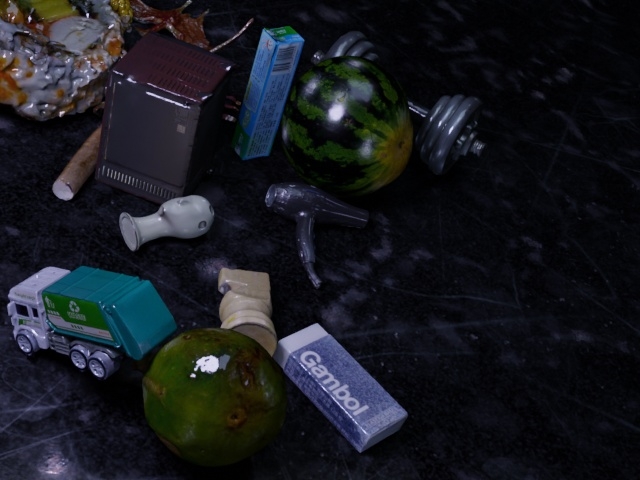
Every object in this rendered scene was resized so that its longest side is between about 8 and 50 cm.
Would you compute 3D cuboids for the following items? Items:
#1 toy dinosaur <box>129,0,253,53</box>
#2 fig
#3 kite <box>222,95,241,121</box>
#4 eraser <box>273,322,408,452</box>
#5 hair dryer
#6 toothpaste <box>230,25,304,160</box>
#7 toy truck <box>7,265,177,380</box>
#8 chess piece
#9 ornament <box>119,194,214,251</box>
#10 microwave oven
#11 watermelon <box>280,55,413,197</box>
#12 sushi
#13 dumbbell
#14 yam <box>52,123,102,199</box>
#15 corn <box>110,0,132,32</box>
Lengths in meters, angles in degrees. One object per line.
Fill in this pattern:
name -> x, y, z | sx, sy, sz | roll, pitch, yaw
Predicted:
toy dinosaur -> -0.316, -0.498, 2.246 | 0.206, 0.113, 0.327 | -12, 48, -34
fig -> -0.164, 0.197, 1.452 | 0.195, 0.195, 0.245 | -15, 30, -36
kite -> -0.279, -0.292, 2.097 | 0.245, 0.015, 0.141 | 17, 41, -4
eraser -> 0.028, 0.222, 1.611 | 0.092, 0.046, 0.212 | -21, 54, -40
hair dryer -> 0.000, 0.000, 1.863 | 0.195, 0.075, 0.219 | 15, 49, -22
toothpaste -> -0.101, -0.269, 1.948 | 0.065, 0.267, 0.050 | -17, 52, -37
toy truck -> -0.321, 0.108, 1.473 | 0.253, 0.124, 0.114 | 11, 30, 30
chess piece -> -0.117, 0.108, 1.664 | 0.090, 0.090, 0.200 | 11, 29, -12
ornament -> -0.250, -0.033, 1.760 | 0.156, 0.081, 0.075 | -15, 46, -30
microwave oven -> -0.264, -0.210, 1.829 | 0.178, 0.247, 0.188 | 23, 38, 6
watermelon -> 0.051, -0.206, 1.957 | 0.269, 0.269, 0.269 | 13, 39, -11
sushi -> -0.548, -0.382, 1.950 | 0.417, 0.176, 0.417 | 13, 38, -11
dumbbell -> 0.157, -0.282, 2.154 | 0.406, 0.179, 0.179 | 31, 40, 13
yam -> -0.399, -0.158, 1.862 | 0.046, 0.046, 0.264 | 21, 40, 0
corn -> -0.486, -0.536, 2.227 | 0.102, 0.102, 0.313 | -7, 43, -31
